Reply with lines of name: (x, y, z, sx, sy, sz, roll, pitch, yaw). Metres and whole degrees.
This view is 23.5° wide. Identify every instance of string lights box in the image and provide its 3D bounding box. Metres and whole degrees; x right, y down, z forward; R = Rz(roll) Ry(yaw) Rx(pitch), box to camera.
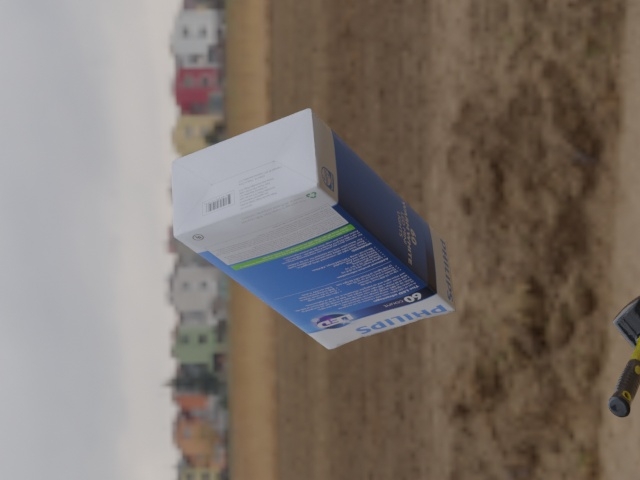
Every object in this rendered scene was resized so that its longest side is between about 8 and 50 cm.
string lights box: (0.000, 0.000, 1.300, 0.260, 0.133, 0.076, 41, -143, -52)

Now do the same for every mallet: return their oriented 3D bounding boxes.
mallet: (0.262, 0.106, 1.240, 0.039, 0.062, 0.189, -46, 5, 26)
